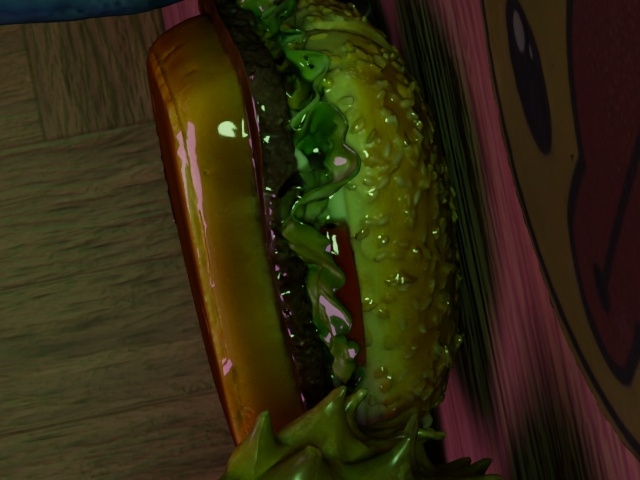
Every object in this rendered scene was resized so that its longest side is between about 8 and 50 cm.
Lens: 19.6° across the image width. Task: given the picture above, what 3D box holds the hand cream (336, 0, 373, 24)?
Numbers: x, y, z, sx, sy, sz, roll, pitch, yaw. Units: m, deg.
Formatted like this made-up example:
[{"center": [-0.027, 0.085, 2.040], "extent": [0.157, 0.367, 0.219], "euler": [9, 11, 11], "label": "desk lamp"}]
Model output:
[{"center": [0.018, 0.011, 0.712], "extent": [0.075, 0.052, 0.248], "euler": [-63, -38, -62], "label": "hand cream"}]

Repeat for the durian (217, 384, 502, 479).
[{"center": [0.020, 0.150, 0.546], "extent": [0.260, 0.153, 0.187], "euler": [78, -160, -63], "label": "durian"}]

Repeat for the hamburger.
[{"center": [0.000, 0.000, 0.605], "extent": [0.137, 0.087, 0.166], "euler": [-115, 14, -63], "label": "hamburger"}]

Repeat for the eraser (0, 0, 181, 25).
[{"center": [-0.056, -0.139, 0.521], "extent": [0.332, 0.155, 0.102], "euler": [-114, 16, -71], "label": "eraser"}]

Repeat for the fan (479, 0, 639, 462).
[{"center": [0.064, -0.014, 0.347], "extent": [0.230, 0.011, 0.335], "euler": [88, 169, -60], "label": "fan"}]
